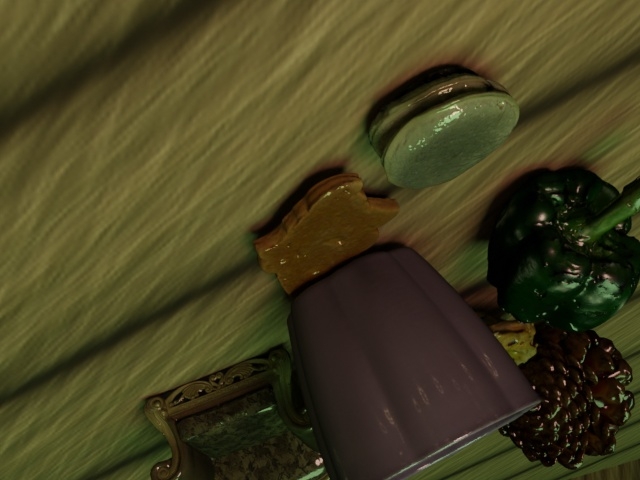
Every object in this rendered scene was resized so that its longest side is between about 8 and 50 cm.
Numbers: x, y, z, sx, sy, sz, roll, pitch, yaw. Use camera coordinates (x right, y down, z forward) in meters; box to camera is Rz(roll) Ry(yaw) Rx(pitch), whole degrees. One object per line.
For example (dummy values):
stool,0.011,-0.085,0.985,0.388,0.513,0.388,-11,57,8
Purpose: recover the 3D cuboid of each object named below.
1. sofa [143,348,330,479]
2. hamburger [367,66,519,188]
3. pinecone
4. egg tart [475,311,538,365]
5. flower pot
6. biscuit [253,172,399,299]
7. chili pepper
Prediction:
sofa,-0.103,0.296,1.251,0.258,0.182,0.200,-21,151,1
hamburger,0.113,-0.106,0.822,0.140,0.062,0.133,-40,150,28
pinecone,0.424,0.251,1.478,0.292,0.246,0.246,-13,156,-49
egg tart,0.194,0.175,1.326,0.290,0.107,0.291,-20,156,-9
flower pot,0.090,0.153,1.040,0.265,0.243,0.265,-24,159,-10
biscuit,0.000,0.000,0.957,0.162,0.035,0.250,-9,150,-19
chili pepper,0.296,-0.007,1.016,0.165,0.174,0.261,12,146,-6
